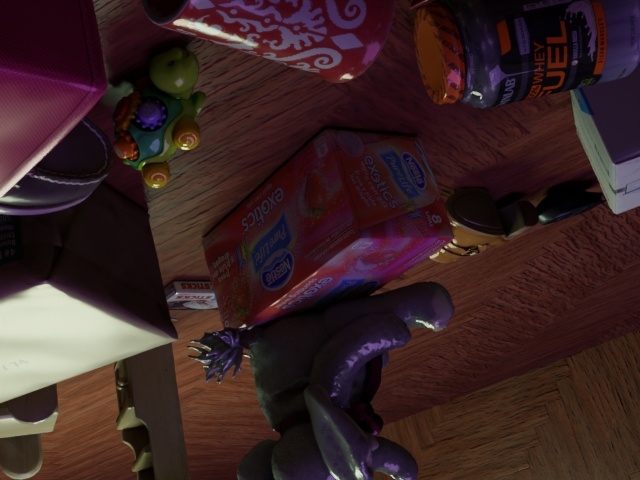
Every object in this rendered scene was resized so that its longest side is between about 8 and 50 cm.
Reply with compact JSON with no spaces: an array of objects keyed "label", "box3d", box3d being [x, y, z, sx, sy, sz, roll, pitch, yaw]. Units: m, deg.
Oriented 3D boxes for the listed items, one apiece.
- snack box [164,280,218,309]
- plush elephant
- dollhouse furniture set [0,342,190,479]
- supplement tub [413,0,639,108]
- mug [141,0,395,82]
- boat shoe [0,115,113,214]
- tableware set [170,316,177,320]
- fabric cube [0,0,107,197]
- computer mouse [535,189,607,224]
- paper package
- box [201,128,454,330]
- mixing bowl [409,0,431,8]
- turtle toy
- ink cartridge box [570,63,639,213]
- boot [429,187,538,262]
[{"label":"snack box","box3d":[-0.159,0.083,1.532,0.178,0.022,0.064,3,151,-42]},{"label":"plush elephant","box3d":[0.018,0.219,1.270,0.330,0.255,0.272,-4,158,-31]},{"label":"dollhouse furniture set","box3d":[-0.414,0.299,1.524,0.394,0.256,0.362,-3,156,-21]},{"label":"supplement tub","box3d":[0.190,-0.189,0.948,0.191,0.117,0.117,-14,160,-8]},{"label":"mug","box3d":[-0.033,-0.204,0.773,0.169,0.113,0.150,6,133,-37]},{"label":"boat shoe","box3d":[-0.282,-0.104,0.819,0.097,0.116,0.324,-25,153,30]},{"label":"tableware set","box3d":[-0.302,0.130,1.551,0.154,0.024,0.104,-27,154,31]},{"label":"fabric cube","box3d":[-0.297,-0.140,0.504,0.258,0.259,0.254,6,151,-43]},{"label":"computer mouse","box3d":[0.430,-0.075,1.563,0.242,0.041,0.071,-17,170,-19]},{"label":"paper package","box3d":[-0.366,0.058,1.100,0.325,0.168,0.309,-20,160,11]},{"label":"box","box3d":[0.000,0.000,1.261,0.154,0.142,0.300,0,155,-39]},{"label":"mixing bowl","box3d":[0.129,-0.247,0.731,0.182,0.098,0.181,-24,-171,4]},{"label":"turtle toy","box3d":[-0.147,-0.118,0.932,0.066,0.095,0.130,26,119,-30]},{"label":"ink cartridge box","box3d":[0.352,-0.129,1.196,0.082,0.139,0.191,-22,160,11]},{"label":"boot","box3d":[0.209,-0.011,1.503,0.197,0.072,0.152,7,154,-42]}]
